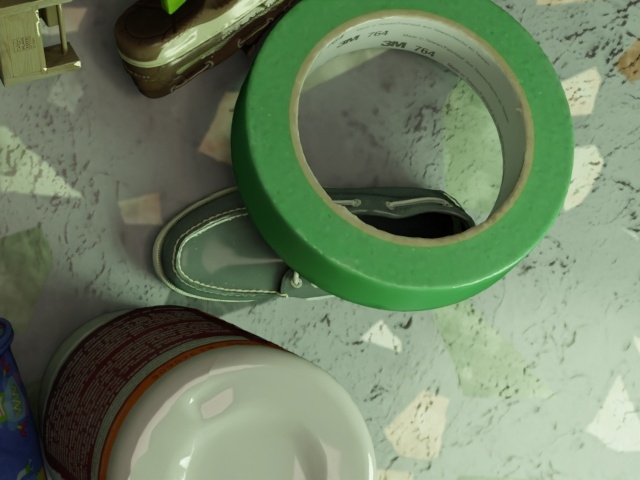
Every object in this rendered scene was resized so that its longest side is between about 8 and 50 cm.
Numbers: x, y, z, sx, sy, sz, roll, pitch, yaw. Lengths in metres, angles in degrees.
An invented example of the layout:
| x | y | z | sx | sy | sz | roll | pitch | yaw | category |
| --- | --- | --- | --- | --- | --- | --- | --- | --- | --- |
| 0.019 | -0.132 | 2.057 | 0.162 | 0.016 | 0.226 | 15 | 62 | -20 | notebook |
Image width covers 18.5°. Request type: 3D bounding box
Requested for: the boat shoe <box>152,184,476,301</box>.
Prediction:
| x | y | z | sx | sy | sz | roll | pitch | yaw | category |
| --- | --- | --- | --- | --- | --- | --- | --- | --- | --- |
| 0.000 | 0.000 | 1.897 | 0.319 | 0.099 | 0.116 | -5 | 97 | -19 | boat shoe |

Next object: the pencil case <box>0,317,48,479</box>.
| x | y | z | sx | sy | sz | roll | pitch | yaw | category |
| --- | --- | --- | --- | --- | --- | --- | --- | --- | --- |
| -0.310 | 0.226 | 1.787 | 0.119 | 0.133 | 0.306 | -6 | 104 | 22 | pencil case |

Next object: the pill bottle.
| x | y | z | sx | sy | sz | roll | pitch | yaw | category |
| --- | --- | --- | --- | --- | --- | --- | --- | --- | --- |
| -0.118 | 0.176 | 1.718 | 0.224 | 0.392 | 0.224 | -2 | 96 | -19 | pill bottle |

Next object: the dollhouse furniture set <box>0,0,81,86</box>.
| x | y | z | sx | sy | sz | roll | pitch | yaw | category |
| --- | --- | --- | --- | --- | --- | --- | --- | --- | --- |
| -0.306 | -0.248 | 1.777 | 0.129 | 0.129 | 0.183 | -16 | 130 | -16 | dollhouse furniture set |

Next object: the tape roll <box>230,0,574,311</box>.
| x | y | z | sx | sy | sz | roll | pitch | yaw | category |
| --- | --- | --- | --- | --- | --- | --- | --- | --- | --- |
| 0.079 | -0.095 | 1.864 | 0.321 | 0.077 | 0.321 | 5 | 70 | -13 | tape roll |

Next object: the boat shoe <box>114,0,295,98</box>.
| x | y | z | sx | sy | sz | roll | pitch | yaw | category |
| --- | --- | --- | --- | --- | --- | --- | --- | --- | --- |
| -0.083 | -0.223 | 1.867 | 0.257 | 0.095 | 0.095 | -33 | 140 | -20 | boat shoe |

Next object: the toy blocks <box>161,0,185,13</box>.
| x | y | z | sx | sy | sz | roll | pitch | yaw | category |
| --- | --- | --- | --- | --- | --- | --- | --- | --- | --- |
| -0.094 | -0.421 | 1.779 | 0.261 | 0.191 | 0.381 | 43 | 81 | 8 | toy blocks |
